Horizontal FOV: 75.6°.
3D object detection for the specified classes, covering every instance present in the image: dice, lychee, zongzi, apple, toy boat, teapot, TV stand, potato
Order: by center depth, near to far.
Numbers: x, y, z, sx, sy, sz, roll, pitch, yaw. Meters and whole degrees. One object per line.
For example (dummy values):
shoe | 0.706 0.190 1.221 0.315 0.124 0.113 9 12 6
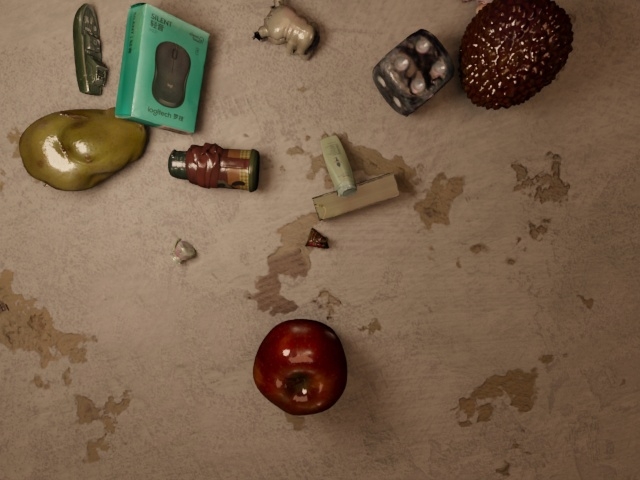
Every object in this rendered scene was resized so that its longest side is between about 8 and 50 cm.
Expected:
lychee | 0.552 -0.547 1.198 0.306 0.306 0.330 22 104 -5
potato | -0.690 -0.280 1.225 0.351 0.202 0.218 -30 86 -13
toy boat | -0.692 -0.574 1.244 0.085 0.078 0.261 2 98 14
dice | 0.279 -0.505 1.255 0.182 0.181 0.183 -39 96 0
apple | -0.055 0.378 1.269 0.288 0.317 0.288 0 95 0
TV stand | 0.111 -0.140 1.332 0.269 0.088 0.083 -17 99 1
teapot | -0.454 0.035 1.341 0.064 0.064 0.083 -43 65 9
zongzi | 0.000 0.000 1.351 0.083 0.073 0.067 24 76 -7

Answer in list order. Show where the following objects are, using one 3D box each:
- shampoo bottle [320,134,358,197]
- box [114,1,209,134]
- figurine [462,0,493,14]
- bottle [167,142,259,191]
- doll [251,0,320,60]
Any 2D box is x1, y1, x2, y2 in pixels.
shampoo bottle | 0.057 -0.233 1.290 0.072 0.049 0.212 -18 65 -5
box | -0.456 -0.484 1.196 0.118 0.205 0.312 15 97 38
figurine | 0.498 -0.793 1.263 0.275 0.133 0.200 14 108 0
bottle | -0.327 -0.225 1.278 0.271 0.143 0.156 4 135 -6
doll | -0.095 -0.643 1.263 0.192 0.095 0.149 23 97 -8
